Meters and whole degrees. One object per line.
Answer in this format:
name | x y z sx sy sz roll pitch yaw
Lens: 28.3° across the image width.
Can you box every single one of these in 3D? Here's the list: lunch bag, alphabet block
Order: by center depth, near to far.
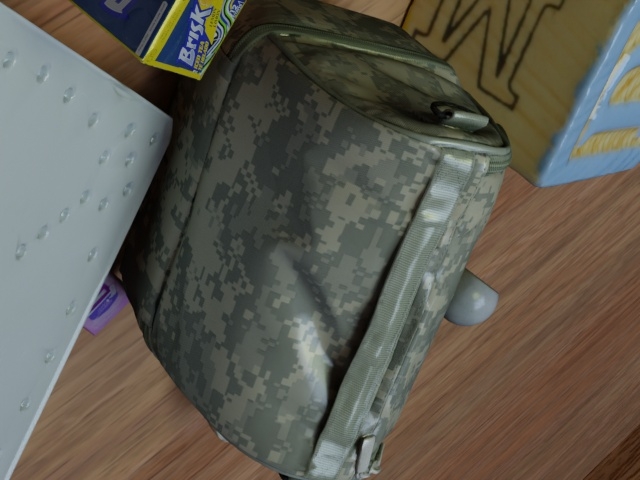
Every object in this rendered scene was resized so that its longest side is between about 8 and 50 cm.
lunch bag | 0.000 0.000 0.937 0.213 0.256 0.305 10 114 -28
alphabet block | 0.210 -0.185 1.146 0.192 0.197 0.193 -11 133 -50

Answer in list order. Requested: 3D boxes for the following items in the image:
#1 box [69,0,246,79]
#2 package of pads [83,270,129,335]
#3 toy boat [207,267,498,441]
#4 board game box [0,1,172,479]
box | -0.123 -0.162 0.734 0.054 0.169 0.059 8 118 -57
package of pads | -0.189 0.039 1.018 0.050 0.032 0.083 -49 151 -8
toy boat | 0.031 0.073 1.242 0.318 0.148 0.267 -25 142 -37
board game box | -0.257 0.049 0.756 0.390 0.050 0.390 -65 163 -2
